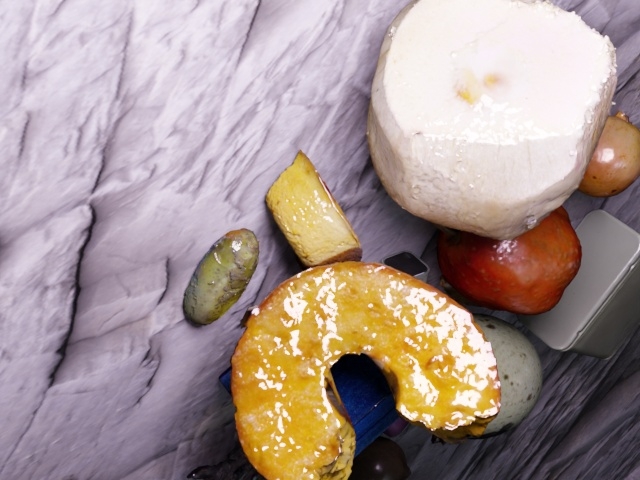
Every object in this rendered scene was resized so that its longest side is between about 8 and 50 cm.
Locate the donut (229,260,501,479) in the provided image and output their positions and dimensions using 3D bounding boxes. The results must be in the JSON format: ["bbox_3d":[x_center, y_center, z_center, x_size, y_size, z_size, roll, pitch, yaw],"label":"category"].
[{"bbox_3d":[0.066,0.228,1.478,0.435,0.377,0.163,-20,163,2],"label":"donut"}]

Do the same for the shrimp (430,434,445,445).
[{"bbox_3d":[0.414,0.458,2.356,0.290,0.054,0.222,-45,141,-7],"label":"shrimp"}]

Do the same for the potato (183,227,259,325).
[{"bbox_3d":[-0.167,0.072,1.516,0.198,0.054,0.119,-51,143,6],"label":"potato"}]

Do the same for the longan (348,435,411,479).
[{"bbox_3d":[0.129,0.558,2.105,0.189,0.189,0.189,-24,136,-25],"label":"longan"}]

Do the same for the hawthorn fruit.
[{"bbox_3d":[0.352,0.006,1.763,0.331,0.287,0.287,17,113,-22],"label":"hawthorn fruit"}]

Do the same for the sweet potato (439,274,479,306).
[{"bbox_3d":[0.349,0.106,1.965,0.292,0.097,0.097,3,121,-44],"label":"sweet potato"}]

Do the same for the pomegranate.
[{"bbox_3d":[0.611,-0.184,1.875,0.191,0.191,0.191,-24,136,-25],"label":"pomegranate"}]

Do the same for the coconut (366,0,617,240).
[{"bbox_3d":[0.262,-0.189,1.417,0.405,0.404,0.404,-24,136,-25],"label":"coconut"}]

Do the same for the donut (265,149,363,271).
[{"bbox_3d":[0.000,0.000,1.532,0.112,0.151,0.295,-31,140,-2],"label":"donut"}]

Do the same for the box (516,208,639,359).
[{"bbox_3d":[0.731,0.133,2.265,0.344,0.177,0.351,21,107,-50],"label":"box"}]

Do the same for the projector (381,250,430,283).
[{"bbox_3d":[0.170,0.081,1.793,0.083,0.083,0.082,-18,134,-29],"label":"projector"}]

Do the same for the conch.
[{"bbox_3d":[-0.133,0.494,1.836,0.313,0.186,0.240,-8,145,-54],"label":"conch"}]

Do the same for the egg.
[{"bbox_3d":[0.360,0.309,2.003,0.379,0.288,0.287,-2,126,-58],"label":"egg"}]

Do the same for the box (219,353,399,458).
[{"bbox_3d":[-0.010,0.285,1.657,0.261,0.279,0.116,-41,143,-5],"label":"box"}]

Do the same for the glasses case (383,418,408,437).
[{"bbox_3d":[0.156,0.367,2.012,0.123,0.076,0.316,-58,151,-16],"label":"glasses case"}]
